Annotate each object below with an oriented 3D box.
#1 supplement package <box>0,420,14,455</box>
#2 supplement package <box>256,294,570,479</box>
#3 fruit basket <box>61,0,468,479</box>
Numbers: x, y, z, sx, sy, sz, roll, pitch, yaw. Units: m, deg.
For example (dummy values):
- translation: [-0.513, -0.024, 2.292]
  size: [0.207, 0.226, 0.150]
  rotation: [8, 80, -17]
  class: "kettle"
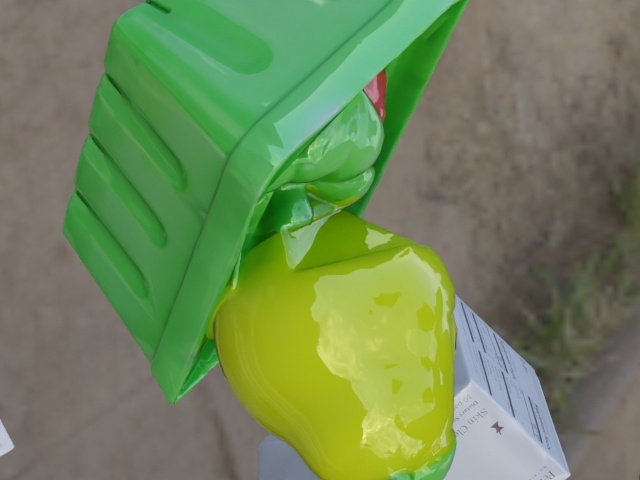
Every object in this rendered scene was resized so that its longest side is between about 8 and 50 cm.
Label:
- translation: [-0.400, 0.124, 1.607]
  size: [0.194, 0.149, 0.203]
  rotation: [-32, 108, -20]
  class: "supplement package"
- translation: [0.083, 0.212, 1.869]
  size: [0.145, 0.262, 0.204]
  rotation: [42, 16, -21]
  class: "supplement package"
- translation: [0.000, 0.000, 1.408]
  size: [0.283, 0.392, 0.392]
  rotation: [-44, 123, -32]
  class: "fruit basket"
